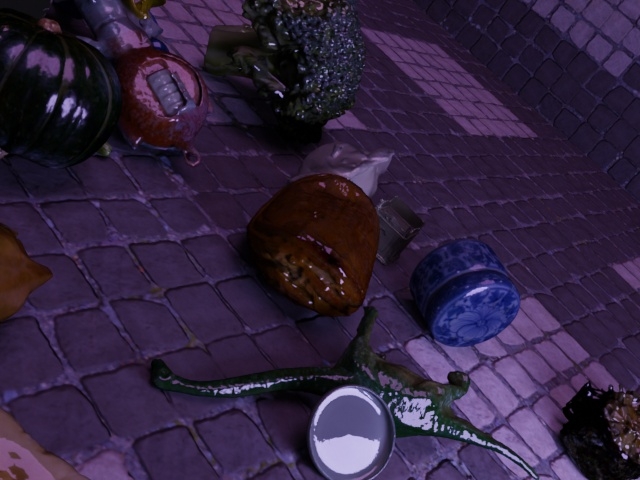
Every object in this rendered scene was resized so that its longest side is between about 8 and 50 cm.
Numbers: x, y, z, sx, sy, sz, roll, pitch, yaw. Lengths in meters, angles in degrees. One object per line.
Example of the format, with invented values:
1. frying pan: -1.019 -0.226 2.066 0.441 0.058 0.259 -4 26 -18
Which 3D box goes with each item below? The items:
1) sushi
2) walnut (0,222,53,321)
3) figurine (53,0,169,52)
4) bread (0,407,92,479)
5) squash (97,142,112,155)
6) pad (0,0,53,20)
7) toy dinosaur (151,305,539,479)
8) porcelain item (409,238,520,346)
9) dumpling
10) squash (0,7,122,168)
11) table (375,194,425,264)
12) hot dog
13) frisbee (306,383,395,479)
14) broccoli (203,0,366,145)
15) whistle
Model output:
1. sushi: 0.458 0.285 1.195 0.212 0.115 0.147 6 40 -42
2. walnut: -0.357 0.027 0.678 0.245 0.137 0.137 12 36 -32
3. figurine: -0.390 -0.400 1.301 0.338 0.204 0.283 41 19 -17
4. bread: -0.234 0.213 0.526 0.311 0.121 0.173 39 31 6
5. squash: -0.319 -0.146 1.081 0.089 0.027 0.027 47 29 9
6. pad: -0.454 -0.385 1.126 0.160 0.265 0.009 27 -15 -17
7. toy dinosaur: 0.056 0.200 0.911 0.447 0.087 0.301 33 27 8
8. porcelain item: 0.220 0.084 1.203 0.147 0.147 0.114 15 34 -34
9. dumpling: 0.044 -0.109 1.307 0.229 0.151 0.124 -17 85 -58
10. squash: -0.348 -0.180 0.946 0.218 0.172 0.218 21 29 -13
11. table: 0.114 -0.019 1.308 0.079 0.083 0.062 45 28 15
12. hot dog: 0.000 0.000 1.118 0.196 0.122 0.272 35 24 -7
13. frisbee: 0.034 0.214 0.873 0.110 0.014 0.110 5 79 -26
14. broccoli: -0.043 -0.341 1.448 0.318 0.277 0.338 -4 35 -24
15. whistle: -0.266 -0.256 1.139 0.346 0.142 0.134 60 -12 -3
